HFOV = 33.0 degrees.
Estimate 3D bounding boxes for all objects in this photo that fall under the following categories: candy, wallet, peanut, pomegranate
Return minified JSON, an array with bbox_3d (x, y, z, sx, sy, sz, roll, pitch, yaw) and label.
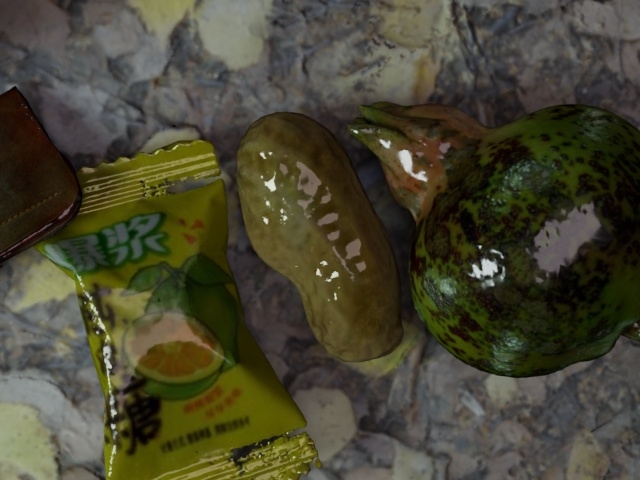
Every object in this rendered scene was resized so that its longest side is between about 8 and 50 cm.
[{"bbox_3d":[-0.130,0.074,0.870,0.187,0.081,0.297,-17,87,-10],"label":"candy"},{"bbox_3d":[-0.314,-0.009,0.840,0.255,0.031,0.137,-33,68,-9],"label":"wallet"},{"bbox_3d":[0.000,0.000,0.891,0.108,0.095,0.226,-23,103,24],"label":"peanut"},{"bbox_3d":[0.150,-0.013,0.887,0.222,0.276,0.204,-45,139,-27],"label":"pomegranate"}]
